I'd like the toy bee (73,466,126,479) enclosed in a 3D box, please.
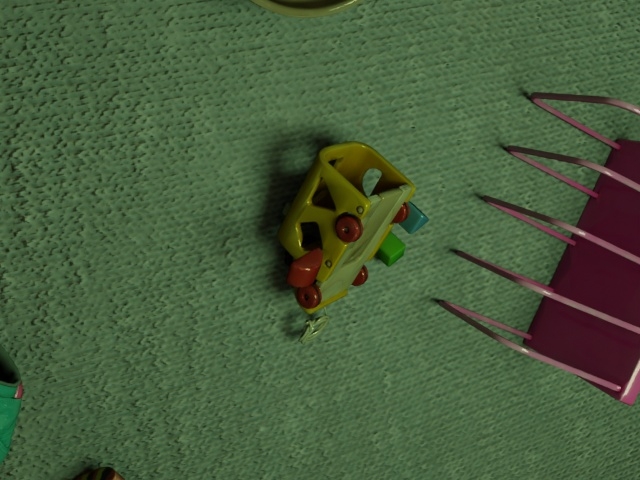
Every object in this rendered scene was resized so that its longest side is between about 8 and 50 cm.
[{"bbox_3d":[-0.324,0.353,0.826,0.298,0.162,0.195,-28,104,-39],"label":"toy bee"}]

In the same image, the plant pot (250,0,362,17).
[{"bbox_3d":[-0.023,-0.341,0.763,0.237,0.110,0.237,-12,122,-21],"label":"plant pot"}]

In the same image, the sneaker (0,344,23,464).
[{"bbox_3d":[-0.401,0.115,0.733,0.295,0.124,0.178,28,97,-32],"label":"sneaker"}]

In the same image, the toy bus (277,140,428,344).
[{"bbox_3d":[0.008,-0.010,0.869,0.202,0.191,0.104,-42,70,-8],"label":"toy bus"}]

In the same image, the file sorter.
[{"bbox_3d":[0.289,-0.004,0.927,0.182,0.202,0.290,22,94,-20],"label":"file sorter"}]
